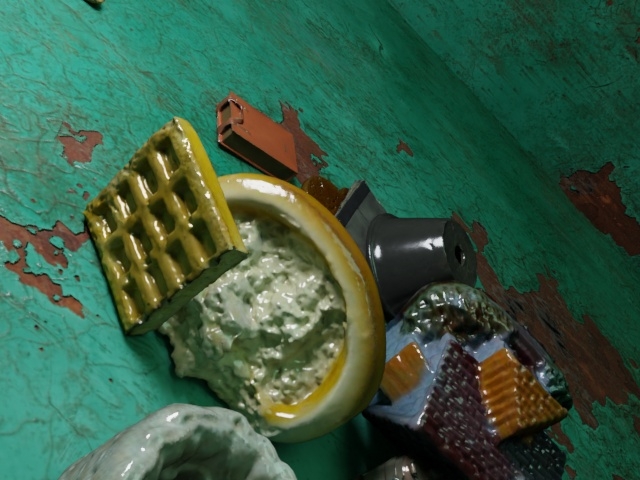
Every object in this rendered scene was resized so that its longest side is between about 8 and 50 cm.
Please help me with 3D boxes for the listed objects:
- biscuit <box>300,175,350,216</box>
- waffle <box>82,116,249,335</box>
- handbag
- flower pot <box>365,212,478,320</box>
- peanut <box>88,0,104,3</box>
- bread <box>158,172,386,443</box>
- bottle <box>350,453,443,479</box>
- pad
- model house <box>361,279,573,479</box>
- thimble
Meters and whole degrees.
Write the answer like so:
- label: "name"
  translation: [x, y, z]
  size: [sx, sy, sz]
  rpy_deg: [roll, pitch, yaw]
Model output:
- label: "biscuit"
  translation: [0.042, -0.052, 1.701]
  size: [0.236, 0.039, 0.179]
  rpy_deg: [36, 41, -35]
- label: "waffle"
  translation: [-0.225, -0.016, 1.100]
  size: [0.055, 0.248, 0.221]
  rpy_deg: [4, 56, -52]
- label: "handbag"
  translation: [-0.133, -0.214, 1.628]
  size: [0.190, 0.063, 0.127]
  rpy_deg: [31, 36, -36]
- label: "flower pot"
  translation: [0.231, 0.050, 1.676]
  size: [0.269, 0.166, 0.269]
  rpy_deg: [34, 48, -49]
- label: "peanut"
  translation: [-0.456, -0.505, 1.511]
  size: [0.113, 0.054, 0.054]
  rpy_deg: [54, 30, -2]
- label: "bread"
  translation: [-0.086, 0.107, 1.224]
  size: [0.424, 0.329, 0.245]
  rpy_deg: [56, -11, 8]
- label: "bottle"
  translation: [0.116, 0.388, 1.224]
  size: [0.099, 0.152, 0.099]
  rpy_deg: [33, 37, -29]
- label: "pad"
  translation: [0.101, -0.020, 1.707]
  size: [0.174, 0.022, 0.233]
  rpy_deg: [50, 35, -15]
- label: "model house"
  translation: [0.255, 0.298, 1.296]
  size: [0.360, 0.297, 0.339]
  rpy_deg: [46, 15, -13]
- label: "thimble"
  translation: [-0.158, 0.340, 0.862]
  size: [0.291, 0.195, 0.291]
  rpy_deg: [33, 37, -29]
